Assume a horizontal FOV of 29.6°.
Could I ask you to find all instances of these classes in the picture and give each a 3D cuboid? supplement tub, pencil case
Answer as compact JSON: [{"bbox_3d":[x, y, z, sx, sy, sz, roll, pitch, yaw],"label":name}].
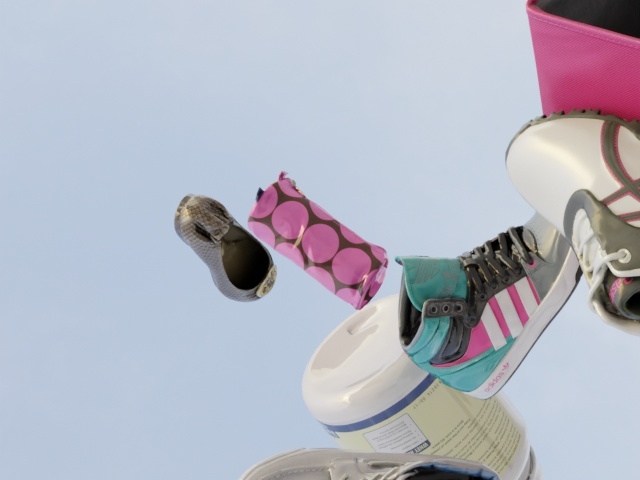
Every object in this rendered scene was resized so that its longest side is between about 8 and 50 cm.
[{"bbox_3d":[0.151,0.261,1.718,0.325,0.235,0.235,53,-139,-22],"label":"supplement tub"},{"bbox_3d":[0.000,0.000,1.652,0.209,0.098,0.095,36,-175,10],"label":"pencil case"}]

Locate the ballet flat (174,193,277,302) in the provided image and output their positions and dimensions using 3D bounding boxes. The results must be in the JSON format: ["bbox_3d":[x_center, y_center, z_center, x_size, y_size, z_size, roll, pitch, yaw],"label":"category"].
[{"bbox_3d":[-0.102,0.016,1.475,0.058,0.250,0.084,15,-110,25],"label":"ballet flat"}]

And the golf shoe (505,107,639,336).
[{"bbox_3d":[0.220,-0.006,0.853,0.120,0.105,0.273,-26,-135,-31],"label":"golf shoe"}]

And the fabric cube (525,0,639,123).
[{"bbox_3d":[0.341,-0.134,0.948,0.259,0.258,0.254,25,-117,32],"label":"fabric cube"}]

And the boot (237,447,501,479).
[{"bbox_3d":[0.048,0.243,1.186,0.258,0.123,0.095,-3,-102,-15],"label":"boot"}]

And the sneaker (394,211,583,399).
[{"bbox_3d":[0.179,0.039,1.400,0.178,0.295,0.124,20,-158,-20],"label":"sneaker"}]
